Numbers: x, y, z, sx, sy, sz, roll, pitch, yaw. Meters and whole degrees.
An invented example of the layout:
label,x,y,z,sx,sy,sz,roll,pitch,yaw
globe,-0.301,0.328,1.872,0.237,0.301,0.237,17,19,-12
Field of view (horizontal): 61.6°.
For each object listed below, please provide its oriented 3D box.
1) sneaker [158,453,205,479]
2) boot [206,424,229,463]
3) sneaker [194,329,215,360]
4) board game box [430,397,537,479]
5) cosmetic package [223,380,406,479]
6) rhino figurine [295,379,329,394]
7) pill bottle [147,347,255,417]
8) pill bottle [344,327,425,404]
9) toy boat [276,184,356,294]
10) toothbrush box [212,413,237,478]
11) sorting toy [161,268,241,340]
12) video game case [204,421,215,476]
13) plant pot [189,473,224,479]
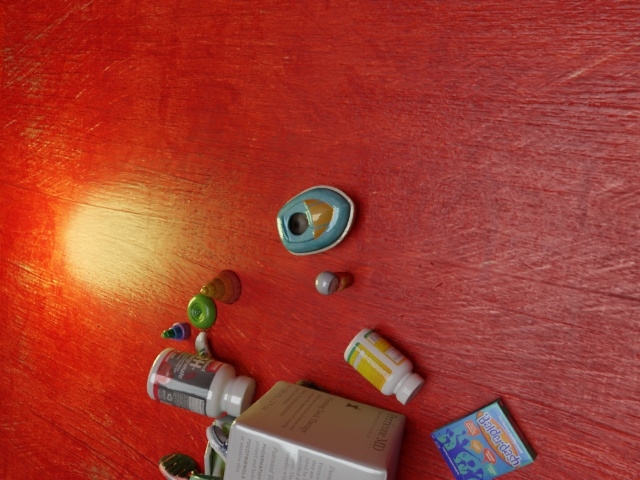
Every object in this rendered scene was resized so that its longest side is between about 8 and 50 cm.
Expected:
label,x,y,z,sx,sy,sz,roll,pitch,yaw
sneaker,-0.467,0.878,1.895,0.314,0.116,0.136,22,105,30
boot,-0.267,0.634,1.650,0.086,0.069,0.190,-42,79,18
sneaker,-0.397,0.394,1.874,0.076,0.057,0.161,12,97,15
board game box,0.410,0.519,1.364,0.210,0.047,0.160,-39,72,27
cosmetic package,-0.011,0.619,1.424,0.394,0.329,0.327,11,98,16
rhino figurine,-0.069,0.537,1.651,0.106,0.073,0.243,30,105,21
pill bottle,-0.384,0.475,1.760,0.319,0.176,0.176,13,99,12
pill bottle,0.176,0.345,1.464,0.208,0.118,0.117,38,111,25
toy boat,0.000,0.000,1.542,0.268,0.148,0.318,-26,78,30
toothbrush box,-0.236,0.723,1.739,0.206,0.122,0.283,8,98,32
sorting toy,-0.429,0.237,1.838,0.365,0.126,0.127,-43,70,25
video game case,-0.363,0.714,1.790,0.019,0.143,0.157,5,120,-1
plant pot,-0.322,0.806,1.585,0.293,0.293,0.196,-4,64,32
